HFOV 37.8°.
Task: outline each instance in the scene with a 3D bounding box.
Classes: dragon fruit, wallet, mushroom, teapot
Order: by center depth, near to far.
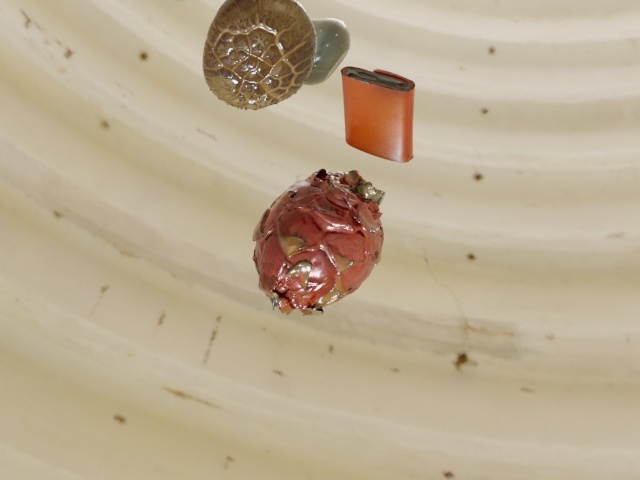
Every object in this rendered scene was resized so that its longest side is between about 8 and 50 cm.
[{"bbox_3d":[-0.063,-0.189,0.932,0.109,0.126,0.085,16,-147,13],"label":"mushroom"},{"bbox_3d":[0.110,-0.238,1.765,0.142,0.204,0.045,18,-121,16],"label":"wallet"},{"bbox_3d":[0.000,0.000,2.012,0.342,0.277,0.277,-46,-148,5],"label":"dragon fruit"},{"bbox_3d":[-0.056,-0.509,2.297,0.183,0.251,0.183,-51,-179,1],"label":"teapot"}]
